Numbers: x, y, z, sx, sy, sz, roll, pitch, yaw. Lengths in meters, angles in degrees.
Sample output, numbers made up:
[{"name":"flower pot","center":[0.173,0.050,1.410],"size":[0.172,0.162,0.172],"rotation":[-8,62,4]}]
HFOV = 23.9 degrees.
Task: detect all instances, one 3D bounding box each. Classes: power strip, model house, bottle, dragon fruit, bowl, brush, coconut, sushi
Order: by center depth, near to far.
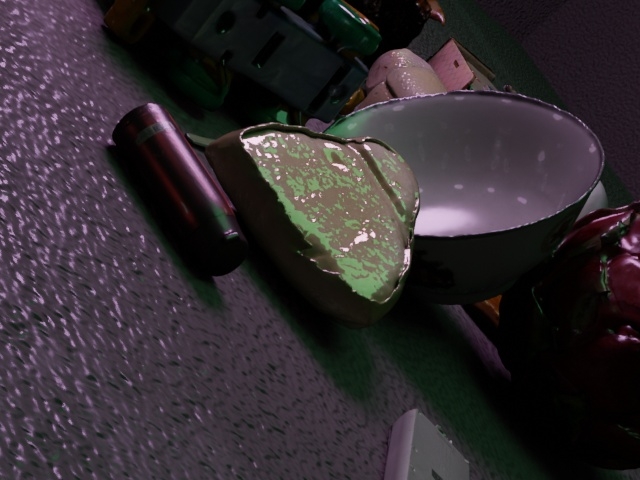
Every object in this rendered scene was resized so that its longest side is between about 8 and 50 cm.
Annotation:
[{"name":"power strip","center":[0.094,0.213,1.318],"size":[0.081,0.035,0.192],"rotation":[46,16,-8]},{"name":"bottle","center":[-0.120,-0.042,1.322],"size":[0.164,0.060,0.060],"rotation":[55,17,23]},{"name":"brush","center":[-0.109,-0.096,1.553],"size":[0.083,0.013,0.016],"rotation":[12,34,-53]},{"name":"bowl","center":[0.151,-0.029,1.715],"size":[0.337,0.337,0.158],"rotation":[-104,-173,-59]},{"name":"dragon fruit","center":[0.360,0.112,1.757],"size":[0.329,0.329,0.329],"rotation":[43,17,-16]},{"name":"coconut","center":[0.133,-0.228,2.328],"size":[0.124,0.110,0.110],"rotation":[34,20,-23]},{"name":"sushi","center":[0.066,-0.372,2.359],"size":[0.196,0.182,0.343],"rotation":[59,21,14]},{"name":"model house","center":[0.264,-0.217,2.533],"size":[0.244,0.169,0.326],"rotation":[47,17,5]}]

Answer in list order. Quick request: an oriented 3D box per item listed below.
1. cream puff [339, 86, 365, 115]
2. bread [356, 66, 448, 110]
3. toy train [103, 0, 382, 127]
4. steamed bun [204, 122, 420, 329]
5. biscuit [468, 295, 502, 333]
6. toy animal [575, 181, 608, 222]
[{"name":"cream puff","center":[0.022,-0.214,2.082],"size":[0.083,0.058,0.083],"rotation":[53,15,23]},{"name":"bread","center":[0.125,-0.131,1.996],"size":[0.134,0.148,0.141],"rotation":[16,33,-34]},{"name":"toy train","center":[-0.094,-0.259,1.702],"size":[0.249,0.178,0.429],"rotation":[47,12,33]},{"name":"steamed bun","center":[0.010,-0.016,1.493],"size":[0.212,0.110,0.231],"rotation":[-22,72,-48]},{"name":"biscuit","center":[0.279,0.138,1.961],"size":[0.280,0.043,0.183],"rotation":[34,15,-27]},{"name":"toy animal","center":[0.349,0.018,2.078],"size":[0.267,0.212,0.212],"rotation":[44,14,18]}]
